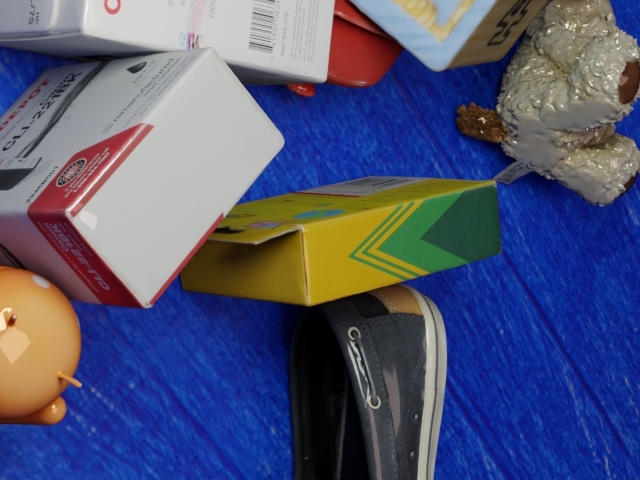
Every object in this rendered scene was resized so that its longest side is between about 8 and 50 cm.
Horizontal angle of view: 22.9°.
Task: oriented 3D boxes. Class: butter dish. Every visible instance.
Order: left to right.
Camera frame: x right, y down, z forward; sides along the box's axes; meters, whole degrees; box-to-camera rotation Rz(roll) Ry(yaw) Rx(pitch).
[{"bbox_3d":[0.001,-0.203,1.617,0.160,0.160,0.118,15,108,-45],"label":"butter dish"}]

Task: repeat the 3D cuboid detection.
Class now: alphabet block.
[{"bbox_3d":[0.135,-0.298,1.569,0.193,0.192,0.197,-51,169,22],"label":"alphabet block"}]

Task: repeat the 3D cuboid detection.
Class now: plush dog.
[{"bbox_3d":[0.286,-0.198,1.857,0.262,0.210,0.225,74,30,-53],"label":"plush dog"}]

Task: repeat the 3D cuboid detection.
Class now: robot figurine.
[{"bbox_3d":[-0.283,0.082,1.320,0.128,0.219,0.158,-4,95,-41],"label":"robot figurine"}]

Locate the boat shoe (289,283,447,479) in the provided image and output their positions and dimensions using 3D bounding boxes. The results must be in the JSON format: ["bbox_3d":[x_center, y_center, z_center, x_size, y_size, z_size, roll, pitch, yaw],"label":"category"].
[{"bbox_3d":[0.030,0.290,1.645,0.156,0.187,0.500,6,84,-36],"label":"boat shoe"}]

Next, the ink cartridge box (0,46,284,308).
[{"bbox_3d":[-0.195,-0.054,1.356,0.197,0.273,0.114,-52,120,-26],"label":"ink cartridge box"}]

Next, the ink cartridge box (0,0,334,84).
[{"bbox_3d":[-0.146,-0.257,1.430,0.270,0.197,0.198,7,89,-42],"label":"ink cartridge box"}]

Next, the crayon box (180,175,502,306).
[{"bbox_3d":[0.000,0.000,1.578,0.318,0.202,0.081,-13,102,-39],"label":"crayon box"}]
